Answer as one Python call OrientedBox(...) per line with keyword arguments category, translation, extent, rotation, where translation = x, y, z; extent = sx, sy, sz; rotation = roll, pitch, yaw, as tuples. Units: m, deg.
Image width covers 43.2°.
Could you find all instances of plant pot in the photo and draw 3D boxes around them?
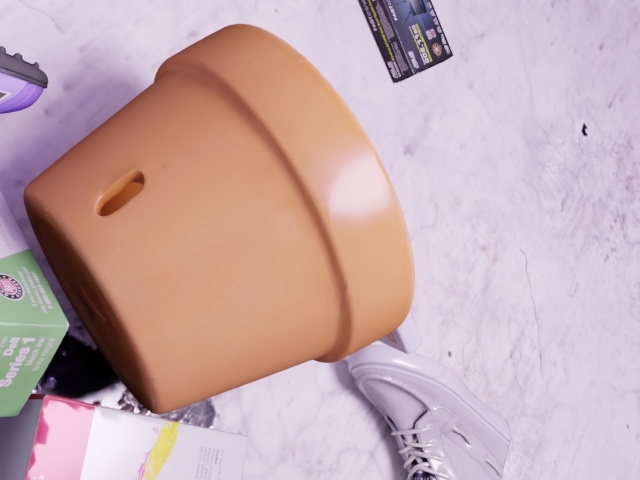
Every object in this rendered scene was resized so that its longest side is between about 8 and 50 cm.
OrientedBox(category="plant pot", translation=(-0.095, 0.002, 0.648), extent=(0.204, 0.291, 0.290), rotation=(-32, 101, -24))

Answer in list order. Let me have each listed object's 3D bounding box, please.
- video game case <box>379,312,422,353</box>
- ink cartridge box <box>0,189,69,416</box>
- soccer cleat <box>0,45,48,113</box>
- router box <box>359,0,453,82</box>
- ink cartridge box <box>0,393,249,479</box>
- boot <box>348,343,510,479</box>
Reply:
OrientedBox(category="video game case", translation=(0.000, 0.000, 0.754), extent=(0.023, 0.183, 0.201), rotation=(-34, 114, -22))
OrientedBox(category="ink cartridge box", translation=(-0.297, 0.027, 0.504), extent=(0.219, 0.092, 0.160), rotation=(11, 32, -50))
OrientedBox(category="soccer cleat", translation=(-0.344, -0.101, 0.561), extent=(0.318, 0.109, 0.116), rotation=(-3, 102, -50))
OrientedBox(category="router box", translation=(0.108, -0.271, 1.023), extent=(0.092, 0.038, 0.122), rotation=(-32, 101, -39))
OrientedBox(category="ink cartridge box", translation=(-0.167, 0.197, 0.622), extent=(0.176, 0.128, 0.127), rotation=(21, 67, -35))
OrientedBox(category="boot", translation=(0.120, 0.217, 0.881), extent=(0.258, 0.095, 0.123), rotation=(36, 52, -30))
